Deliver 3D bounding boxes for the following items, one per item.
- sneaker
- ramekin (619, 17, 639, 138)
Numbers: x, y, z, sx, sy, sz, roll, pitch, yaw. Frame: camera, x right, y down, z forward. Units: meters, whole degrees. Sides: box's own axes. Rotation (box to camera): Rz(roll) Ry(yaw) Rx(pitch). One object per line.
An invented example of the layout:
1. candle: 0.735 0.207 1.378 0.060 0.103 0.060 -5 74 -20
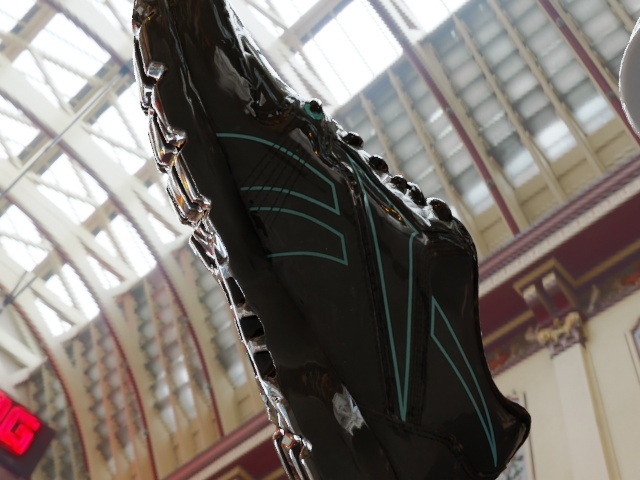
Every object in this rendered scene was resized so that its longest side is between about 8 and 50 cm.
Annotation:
1. sneaker: 0.000 0.000 0.384 0.106 0.101 0.267 -24 -90 -14
2. ramekin: 0.545 -0.227 1.194 0.277 0.135 0.277 13 -63 27
